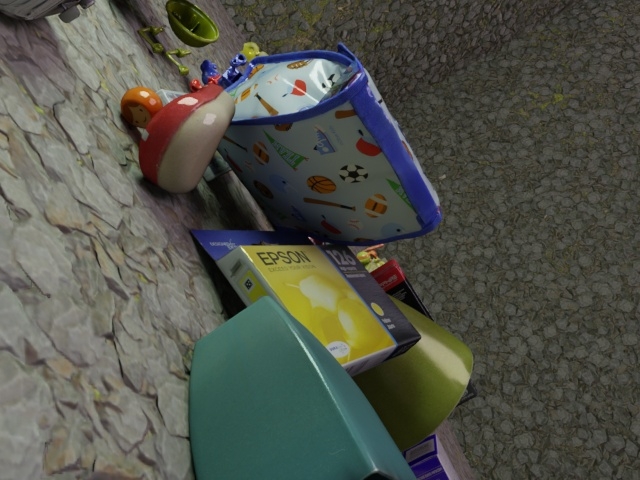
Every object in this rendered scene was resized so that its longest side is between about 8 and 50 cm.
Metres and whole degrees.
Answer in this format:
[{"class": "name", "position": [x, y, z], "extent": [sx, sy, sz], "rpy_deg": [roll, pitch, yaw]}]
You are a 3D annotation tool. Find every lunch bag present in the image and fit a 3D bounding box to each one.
[{"class": "lunch bag", "position": [0.014, -0.164, 0.953], "extent": [0.385, 0.239, 0.328], "rpy_deg": [17, -27, 49]}]

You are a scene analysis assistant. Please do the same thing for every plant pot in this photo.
[{"class": "plant pot", "position": [-0.035, 0.189, 0.556], "extent": [0.165, 0.165, 0.234], "rpy_deg": [51, 7, -51]}, {"class": "plant pot", "position": [0.098, 0.212, 1.038], "extent": [0.293, 0.275, 0.275], "rpy_deg": [43, 11, -7]}]

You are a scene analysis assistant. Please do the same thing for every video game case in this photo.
[{"class": "video game case", "position": [-0.243, -0.213, 1.048], "extent": [0.184, 0.023, 0.201], "rpy_deg": [60, 9, -10]}]

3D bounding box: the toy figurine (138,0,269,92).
[{"class": "toy figurine", "position": [-0.240, -0.338, 1.197], "extent": [0.362, 0.191, 0.217], "rpy_deg": [37, -30, -8]}]

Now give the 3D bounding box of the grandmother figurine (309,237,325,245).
[{"class": "grandmother figurine", "position": [-0.042, 0.003, 1.325], "extent": [0.208, 0.104, 0.343], "rpy_deg": [-37, 103, -54]}]

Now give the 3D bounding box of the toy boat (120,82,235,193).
[{"class": "toy boat", "position": [-0.221, -0.171, 0.771], "extent": [0.151, 0.151, 0.231], "rpy_deg": [27, 18, -14]}]

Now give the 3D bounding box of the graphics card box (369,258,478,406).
[{"class": "graphics card box", "position": [0.175, 0.256, 1.234], "extent": [0.371, 0.232, 0.094], "rpy_deg": [56, 8, -6]}]

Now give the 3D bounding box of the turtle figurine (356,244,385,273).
[{"class": "turtle figurine", "position": [0.143, 0.112, 1.356], "extent": [0.269, 0.087, 0.218], "rpy_deg": [-27, 98, -57]}]

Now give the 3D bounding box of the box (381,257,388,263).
[{"class": "box", "position": [0.197, 0.164, 1.598], "extent": [0.148, 0.121, 0.311], "rpy_deg": [59, 5, -8]}]

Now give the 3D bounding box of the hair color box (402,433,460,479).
[{"class": "hair color box", "position": [0.317, 0.668, 1.263], "extent": [0.339, 0.110, 0.185], "rpy_deg": [61, 7, 11]}]

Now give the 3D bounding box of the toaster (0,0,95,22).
[{"class": "toaster", "position": [-0.343, -0.356, 0.576], "extent": [0.227, 0.129, 0.146], "rpy_deg": [58, 12, -33]}]

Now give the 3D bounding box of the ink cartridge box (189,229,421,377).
[{"class": "ink cartridge box", "position": [-0.008, 0.073, 0.835], "extent": [0.307, 0.072, 0.303], "rpy_deg": [52, 26, 21]}]
